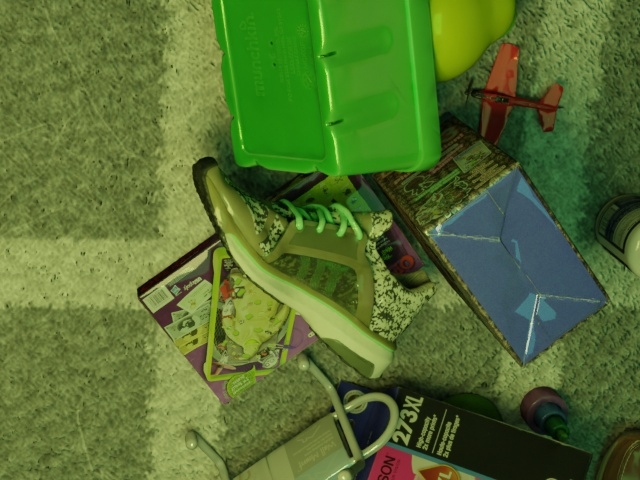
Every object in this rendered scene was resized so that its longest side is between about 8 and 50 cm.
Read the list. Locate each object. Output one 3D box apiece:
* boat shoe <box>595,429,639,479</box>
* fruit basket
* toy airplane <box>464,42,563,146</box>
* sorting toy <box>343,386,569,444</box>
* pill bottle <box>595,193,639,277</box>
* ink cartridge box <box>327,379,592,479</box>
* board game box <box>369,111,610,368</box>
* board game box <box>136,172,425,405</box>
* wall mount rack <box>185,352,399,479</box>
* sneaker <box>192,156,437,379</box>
[{"bbox_3d":[0.490,0.448,1.959,0.123,0.116,0.325,-4,109,-10],"label":"boat shoe"},{"bbox_3d":[0.062,-0.274,1.602,0.392,0.282,0.392,-14,108,-52],"label":"fruit basket"},{"bbox_3d":[0.268,-0.189,1.751,0.151,0.028,0.151,-3,107,-10],"label":"toy airplane"},{"bbox_3d":[0.198,0.311,1.853,0.365,0.126,0.127,-16,110,-5],"label":"sorting toy"},{"bbox_3d":[0.456,0.002,1.775,0.094,0.169,0.094,-3,109,-10],"label":"pill bottle"},{"bbox_3d":[0.174,0.321,1.769,0.370,0.069,0.176,17,66,9],"label":"ink cartridge box"},{"bbox_3d":[0.211,-0.010,1.659,0.141,0.291,0.232,-37,112,2],"label":"board game box"},{"bbox_3d":[-0.054,0.050,1.760,0.346,0.056,0.208,-35,107,2],"label":"board game box"},{"bbox_3d":[-0.055,0.311,1.699,0.350,0.304,0.130,-35,121,6],"label":"wall mount rack"},{"bbox_3d":[0.000,0.000,1.643,0.182,0.158,0.410,-44,124,4],"label":"sneaker"}]
